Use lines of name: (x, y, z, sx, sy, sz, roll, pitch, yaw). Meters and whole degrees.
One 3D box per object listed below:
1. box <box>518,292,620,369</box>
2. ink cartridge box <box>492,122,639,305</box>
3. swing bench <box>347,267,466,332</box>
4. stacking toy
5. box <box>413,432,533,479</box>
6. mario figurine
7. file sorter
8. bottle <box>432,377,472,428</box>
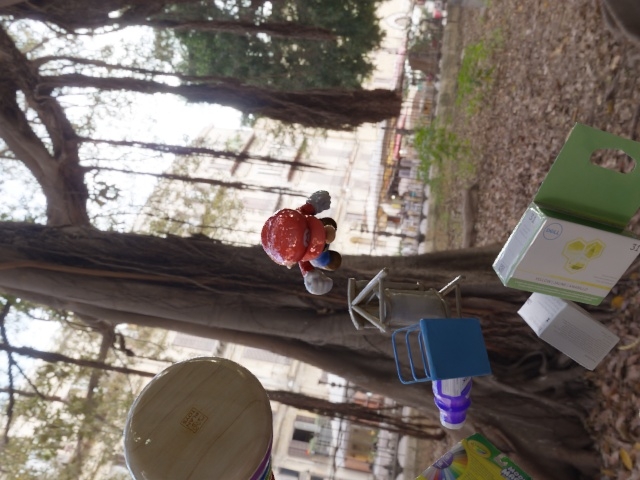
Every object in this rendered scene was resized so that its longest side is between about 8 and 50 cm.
box: (0.685, 0.235, 1.393, 0.119, 0.182, 0.181, -56, 5, 13)
ink cartridge box: (0.375, -0.026, 0.699, 0.056, 0.171, 0.235, -100, 26, -56)
swing bench: (0.239, 0.181, 1.416, 0.255, 0.254, 0.165, 150, 123, -69)
stacking toy: (-0.112, 0.269, 0.589, 0.330, 0.141, 0.141, 88, -167, -51)
box: (0.171, 0.330, 0.625, 0.105, 0.179, 0.043, 36, 152, 51)
mario figurine: (0.000, 0.000, 1.090, 0.170, 0.198, 0.320, -45, -12, 8)
file sorter: (0.249, 0.230, 1.038, 0.104, 0.170, 0.118, -31, 61, 49)
bottle: (0.331, 0.345, 1.253, 0.118, 0.092, 0.282, -39, -51, -51)
